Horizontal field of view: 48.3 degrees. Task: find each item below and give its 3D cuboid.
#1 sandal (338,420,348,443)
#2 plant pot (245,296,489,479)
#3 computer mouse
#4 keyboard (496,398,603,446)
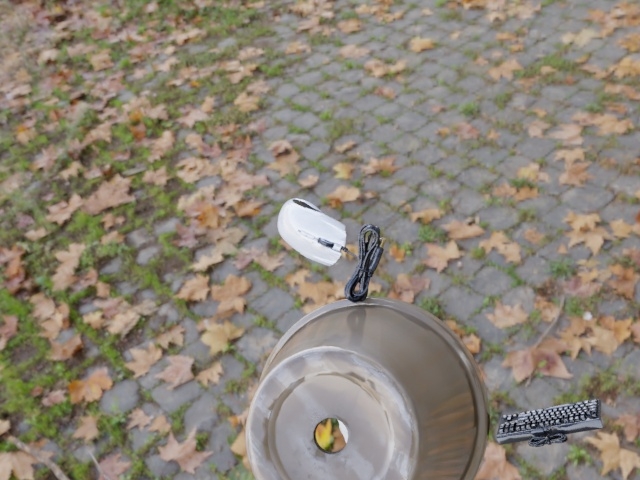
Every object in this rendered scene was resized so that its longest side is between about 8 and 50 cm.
[{"bbox_3d":[0.161,0.420,1.289,0.169,0.416,0.102,-43,23,-16],"label":"sandal"},{"bbox_3d":[0.043,0.220,0.877,0.323,0.280,0.323,-2,81,14],"label":"plant pot"},{"bbox_3d":[0.000,0.000,0.996,0.193,0.106,0.042,28,17,34],"label":"computer mouse"},{"bbox_3d":[0.396,0.318,1.240,0.180,0.023,0.108,-19,16,27],"label":"keyboard"}]
